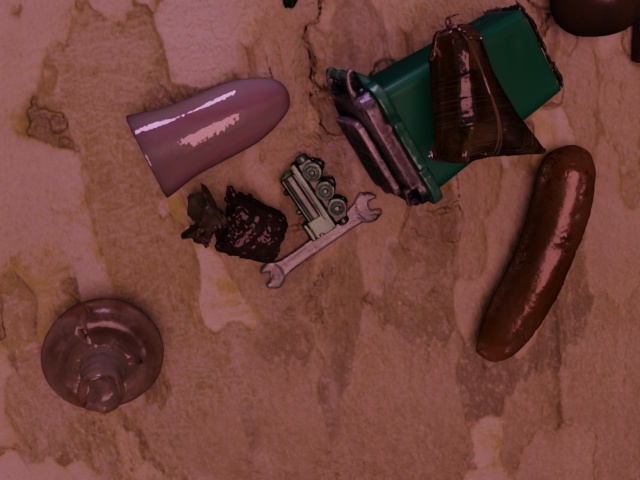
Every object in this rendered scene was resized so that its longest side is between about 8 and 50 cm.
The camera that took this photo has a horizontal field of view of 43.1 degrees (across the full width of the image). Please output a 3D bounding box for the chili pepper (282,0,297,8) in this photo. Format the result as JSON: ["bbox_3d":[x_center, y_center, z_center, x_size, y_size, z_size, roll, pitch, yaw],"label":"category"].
[{"bbox_3d":[-0.087,-0.531,1.535,0.073,0.050,0.182,-41,110,-3],"label":"chili pepper"}]

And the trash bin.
[{"bbox_3d":[0.230,-0.282,1.556,0.381,0.259,0.295,-34,108,-4],"label":"trash bin"}]

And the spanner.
[{"bbox_3d":[0.000,0.000,1.715,0.302,0.017,0.071,-35,107,2],"label":"spanner"}]

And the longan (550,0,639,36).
[{"bbox_3d":[0.544,-0.481,1.583,0.189,0.189,0.189,-2,106,-7],"label":"longan"}]

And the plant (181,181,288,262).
[{"bbox_3d":[-0.172,-0.032,1.622,0.203,0.131,0.142,24,103,-23],"label":"plant"}]

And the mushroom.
[{"bbox_3d":[-0.435,0.243,1.617,0.243,0.243,0.244,-2,106,-7],"label":"mushroom"}]

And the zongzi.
[{"bbox_3d":[0.294,-0.261,1.408,0.241,0.111,0.248,-8,97,-33],"label":"zongzi"}]

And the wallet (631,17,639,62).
[{"bbox_3d":[0.715,-0.524,1.653,0.165,0.042,0.310,-7,107,-4],"label":"wallet"}]

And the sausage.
[{"bbox_3d":[0.470,0.040,1.738,0.136,0.123,0.501,15,104,-10],"label":"sausage"}]

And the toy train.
[{"bbox_3d":[-0.015,-0.090,1.657,0.111,0.071,0.170,-33,101,8],"label":"toy train"}]

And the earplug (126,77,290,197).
[{"bbox_3d":[-0.199,-0.225,1.559,0.301,0.172,0.172,-27,108,-6],"label":"earplug"}]
